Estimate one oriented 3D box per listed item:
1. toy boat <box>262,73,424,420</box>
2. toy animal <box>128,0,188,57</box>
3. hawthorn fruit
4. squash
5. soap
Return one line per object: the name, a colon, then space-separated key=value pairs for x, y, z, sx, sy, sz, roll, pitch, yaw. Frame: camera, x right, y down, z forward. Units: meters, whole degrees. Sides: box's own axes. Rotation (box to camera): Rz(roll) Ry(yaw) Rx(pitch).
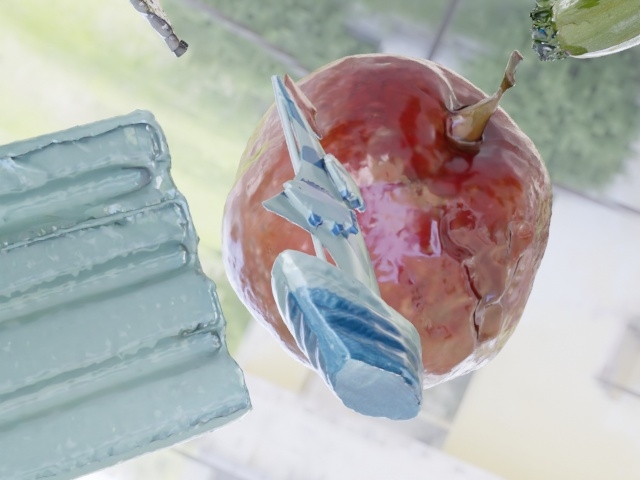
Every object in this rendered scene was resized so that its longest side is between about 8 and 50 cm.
toy boat: x=0.006 y=0.010 z=0.735 sx=0.105 sy=0.034 sz=0.149 roll=55 pitch=-167 yaw=-32
toy animal: x=-0.219 y=-0.260 z=1.153 sx=0.302 sy=0.225 sz=0.284 roll=23 pitch=-167 yaw=37
hawthorn fruit: x=0.065 y=-0.036 z=1.366 sx=0.242 sy=0.271 sz=0.242 roll=25 pitch=-149 yaw=-16
squash: x=0.196 y=-0.147 z=1.164 sx=0.052 sy=0.052 sz=0.183 roll=29 pitch=149 yaw=-29
soap: x=-0.133 y=0.037 z=0.626 sx=0.198 sy=0.114 sz=0.063 roll=-16 pitch=176 yaw=-28
